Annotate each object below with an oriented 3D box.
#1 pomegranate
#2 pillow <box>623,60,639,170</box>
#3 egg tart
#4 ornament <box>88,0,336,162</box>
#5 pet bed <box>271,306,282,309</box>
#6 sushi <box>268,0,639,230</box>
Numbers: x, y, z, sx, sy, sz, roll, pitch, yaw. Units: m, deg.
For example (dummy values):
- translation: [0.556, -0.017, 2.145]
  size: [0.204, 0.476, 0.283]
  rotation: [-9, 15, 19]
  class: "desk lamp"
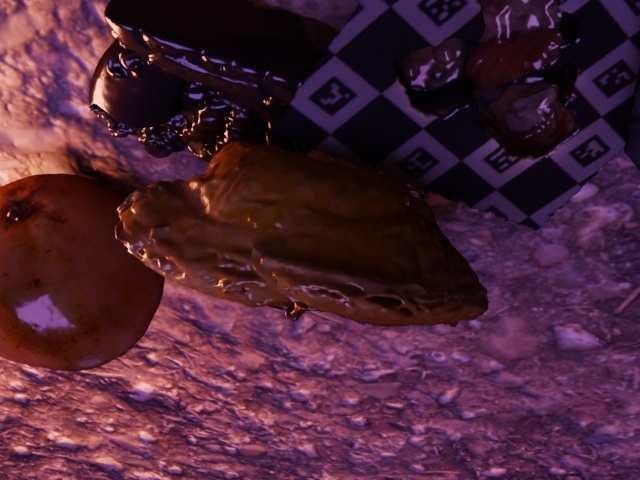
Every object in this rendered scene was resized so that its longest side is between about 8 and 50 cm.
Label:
- translation: [-0.314, 0.054, 1.043]
  size: [0.252, 0.229, 0.270]
  rotation: [-2, 140, 19]
  class: "pomegranate"
- translation: [0.335, -0.183, 0.687]
  size: [0.162, 0.092, 0.335]
  rotation: [-13, 135, 1]
  class: "pillow"
- translation: [0.000, 0.000, 0.858]
  size: [0.352, 0.153, 0.339]
  rotation: [15, 179, 29]
  class: "egg tart"
- translation: [-0.126, -0.142, 0.893]
  size: [0.251, 0.106, 0.260]
  rotation: [17, 145, -6]
  class: "ornament"
- translation: [-0.046, 0.017, 1.058]
  size: [0.201, 0.053, 0.201]
  rotation: [8, 136, 8]
  class: "pet bed"
- translation: [0.171, -0.179, 0.781]
  size: [0.339, 0.068, 0.320]
  rotation: [17, 131, -26]
  class: "sushi"
